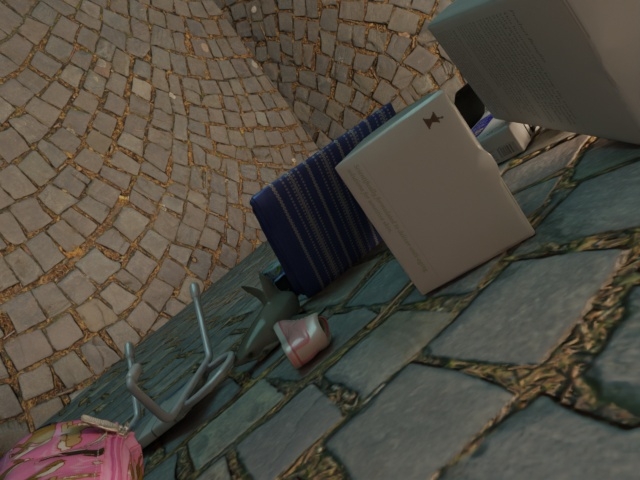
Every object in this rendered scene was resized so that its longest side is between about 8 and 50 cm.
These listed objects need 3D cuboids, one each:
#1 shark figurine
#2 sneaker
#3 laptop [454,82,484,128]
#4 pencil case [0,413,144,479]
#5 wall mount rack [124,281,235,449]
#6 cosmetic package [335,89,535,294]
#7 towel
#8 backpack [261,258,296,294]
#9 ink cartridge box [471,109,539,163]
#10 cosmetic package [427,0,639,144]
[{"bbox_3d":[-0.089,0.107,0.896,0.166,0.116,0.278,-34,9,3],"label":"shark figurine"},{"bbox_3d":[-0.022,0.130,0.684,0.070,0.051,0.134,-35,11,-7],"label":"sneaker"},{"bbox_3d":[0.409,-0.381,1.554,0.234,0.137,0.264,-41,9,-38],"label":"laptop"},{"bbox_3d":[-0.213,0.253,0.387,0.160,0.167,0.386,-1,-6,-22],"label":"pencil case"},{"bbox_3d":[-0.290,0.234,0.831,0.350,0.130,0.304,-40,10,16],"label":"wall mount rack"},{"bbox_3d":[0.157,-0.096,0.714,0.155,0.197,0.365,-32,7,18],"label":"cosmetic package"},{"bbox_3d":[0.046,-0.072,0.934,0.336,0.243,0.040,-37,33,-18],"label":"towel"},{"bbox_3d":[-0.080,0.081,1.107,0.105,0.084,0.114,-38,5,-31],"label":"backpack"},{"bbox_3d":[0.389,-0.239,1.054,0.165,0.065,0.332,-29,12,46],"label":"ink cartridge box"},{"bbox_3d":[0.335,-0.296,0.705,0.161,0.230,0.453,-41,16,10],"label":"cosmetic package"}]
